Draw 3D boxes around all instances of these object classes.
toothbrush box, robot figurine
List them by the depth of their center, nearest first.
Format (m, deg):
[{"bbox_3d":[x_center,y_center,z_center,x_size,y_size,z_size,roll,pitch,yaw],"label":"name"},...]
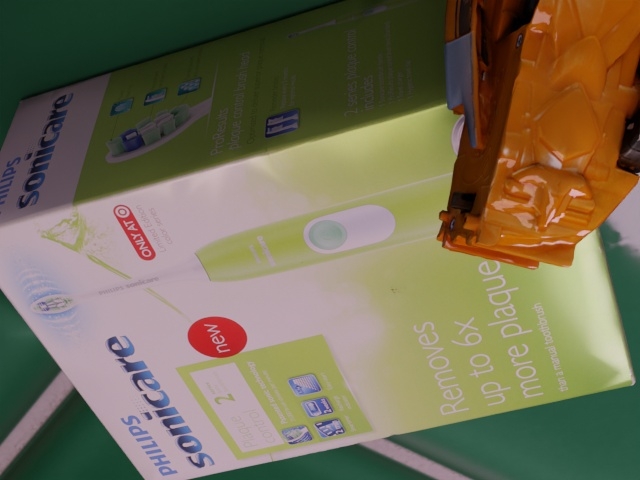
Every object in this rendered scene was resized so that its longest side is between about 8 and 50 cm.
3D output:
[{"bbox_3d":[0.142,-0.122,0.395,0.211,0.291,0.085,15,175,-11],"label":"robot figurine"},{"bbox_3d":[0.000,0.000,0.562,0.283,0.122,0.206,-13,129,14],"label":"toothbrush box"}]
